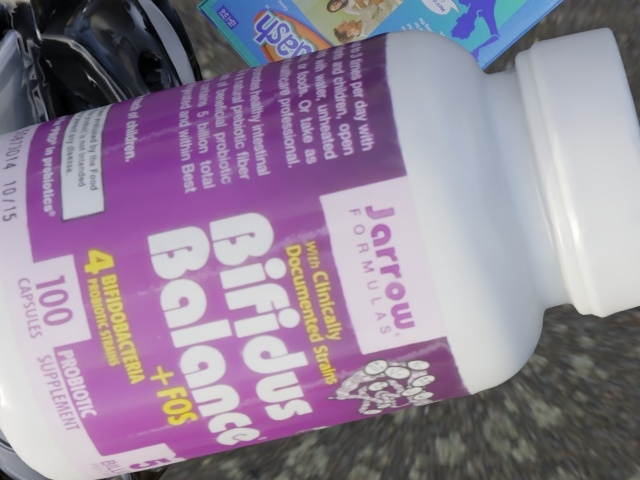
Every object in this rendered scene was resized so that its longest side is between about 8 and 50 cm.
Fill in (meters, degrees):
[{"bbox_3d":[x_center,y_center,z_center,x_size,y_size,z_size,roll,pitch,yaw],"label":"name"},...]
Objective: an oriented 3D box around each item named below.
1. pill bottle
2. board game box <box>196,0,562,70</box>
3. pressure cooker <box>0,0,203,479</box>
[{"bbox_3d":[0.000,0.000,0.885,0.302,0.169,0.169,-14,87,9],"label":"pill bottle"},{"bbox_3d":[0.048,-0.165,1.271,0.210,0.047,0.160,-40,92,18],"label":"board game box"},{"bbox_3d":[-0.252,-0.021,1.211,0.420,0.370,0.375,7,75,22],"label":"pressure cooker"}]
